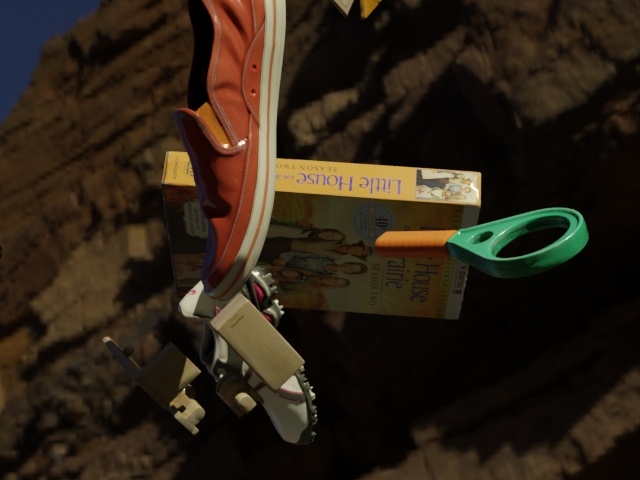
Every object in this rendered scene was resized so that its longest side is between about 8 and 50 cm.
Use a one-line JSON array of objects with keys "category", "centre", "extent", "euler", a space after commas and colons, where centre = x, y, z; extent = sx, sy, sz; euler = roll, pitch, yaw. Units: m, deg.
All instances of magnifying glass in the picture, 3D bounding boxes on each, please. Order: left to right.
[{"category": "magnifying glass", "centre": [0.140, 0.002, 1.295], "extent": [0.231, 0.092, 0.026], "euler": [-3, -61, 48]}]

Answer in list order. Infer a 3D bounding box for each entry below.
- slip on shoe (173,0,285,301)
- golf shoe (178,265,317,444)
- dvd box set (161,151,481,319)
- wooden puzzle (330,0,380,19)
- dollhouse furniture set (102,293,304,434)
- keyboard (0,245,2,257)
[{"category": "slip on shoe", "centre": [-0.101, -0.105, 1.438], "extent": [0.101, 0.331, 0.123], "euler": [4, -2, -20]}, {"category": "golf shoe", "centre": [-0.090, 0.154, 1.812], "extent": [0.120, 0.105, 0.273], "euler": [-28, -67, -17]}, {"category": "dvd box set", "centre": [0.000, 0.000, 1.987], "extent": [0.420, 0.062, 0.308], "euler": [4, -33, 1]}, {"category": "wooden puzzle", "centre": [0.010, -0.235, 1.227], "extent": [0.014, 0.078, 0.116], "euler": [-17, -56, 39]}, {"category": "dollhouse furniture set", "centre": [-0.136, 0.129, 1.653], "extent": [0.151, 0.123, 0.144], "euler": [-45, -60, -7]}, {"category": "keyboard", "centre": [-0.386, -0.017, 1.350], "extent": [0.038, 0.100, 0.192], "euler": [17, -31, 40]}]
